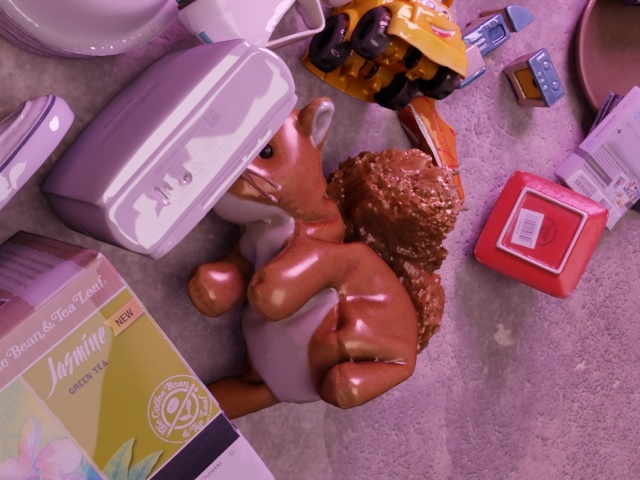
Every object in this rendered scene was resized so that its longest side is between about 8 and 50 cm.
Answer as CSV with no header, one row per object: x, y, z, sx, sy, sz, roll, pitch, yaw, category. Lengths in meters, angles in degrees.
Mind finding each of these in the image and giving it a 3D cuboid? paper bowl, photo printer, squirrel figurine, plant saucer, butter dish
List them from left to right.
-0.267,-0.351,1.218,0.284,0.148,0.284,-5,99,-35,paper bowl
-0.185,-0.107,1.203,0.107,0.307,0.256,46,75,-23,photo printer
0.000,0.000,1.382,0.397,0.281,0.371,-19,93,-41,squirrel figurine
0.331,-0.001,1.620,0.159,0.118,0.160,25,81,12,butter dish
0.513,-0.305,1.735,0.277,0.041,0.278,-3,96,-29,plant saucer

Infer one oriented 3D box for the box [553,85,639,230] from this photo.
0.474,-0.128,1.683,0.186,0.038,0.145,-48,124,6,box

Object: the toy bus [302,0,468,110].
0.107,-0.297,1.411,0.149,0.220,0.211,28,75,-29,toy bus

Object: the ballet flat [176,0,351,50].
-0.022,-0.329,1.342,0.400,0.139,0.139,-45,114,-38,ballet flat

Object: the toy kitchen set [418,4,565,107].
0.256,-0.232,1.549,0.207,0.122,0.166,-36,110,-22,toy kitchen set

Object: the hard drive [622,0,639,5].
0.514,-0.487,1.684,0.172,0.054,0.255,-6,82,-29,hard drive

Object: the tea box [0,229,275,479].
-0.275,0.184,1.164,0.220,0.329,0.324,-43,113,-19,tea box

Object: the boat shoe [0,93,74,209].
-0.445,-0.061,1.173,0.367,0.136,0.156,-45,111,-8,boat shoe

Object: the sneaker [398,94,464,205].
0.177,-0.129,1.546,0.067,0.064,0.175,-30,108,-22,sneaker

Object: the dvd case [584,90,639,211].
0.511,-0.134,1.730,0.221,0.018,0.165,14,108,-29,dvd case
